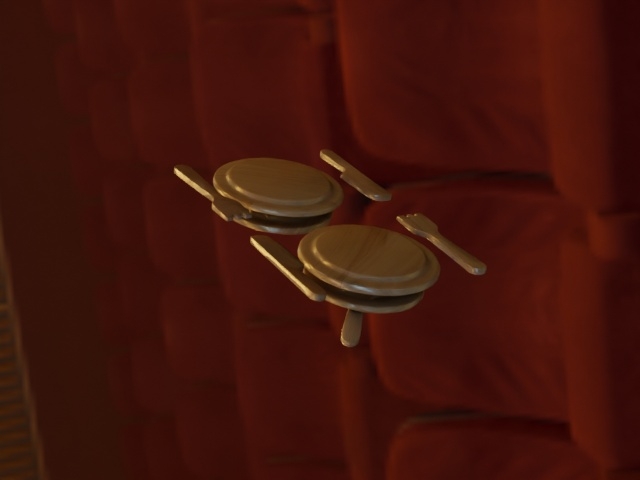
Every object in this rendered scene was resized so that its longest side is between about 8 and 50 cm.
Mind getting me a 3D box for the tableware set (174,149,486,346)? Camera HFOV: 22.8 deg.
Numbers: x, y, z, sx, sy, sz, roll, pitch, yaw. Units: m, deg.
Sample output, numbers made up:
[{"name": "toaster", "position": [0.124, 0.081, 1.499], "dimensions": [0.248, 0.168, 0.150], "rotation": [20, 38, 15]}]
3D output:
[{"name": "tableware set", "position": [0.000, 0.000, 1.003], "dimensions": [0.194, 0.128, 0.039], "rotation": [40, 129, 48]}]
